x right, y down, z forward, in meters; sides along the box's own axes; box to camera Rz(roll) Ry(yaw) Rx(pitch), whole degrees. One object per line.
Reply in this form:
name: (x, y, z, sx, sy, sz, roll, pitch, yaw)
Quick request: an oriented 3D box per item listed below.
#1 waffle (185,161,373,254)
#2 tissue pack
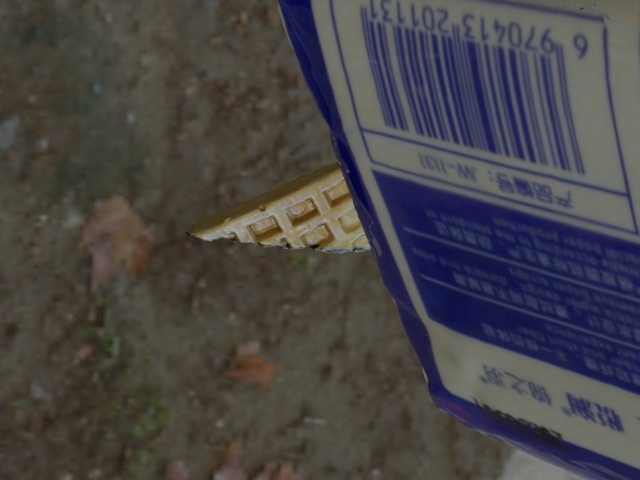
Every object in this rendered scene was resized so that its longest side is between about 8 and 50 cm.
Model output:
waffle: (0.000, 0.000, 1.122, 0.097, 0.152, 0.023, 62, 10, -20)
tissue pack: (0.139, -0.015, 0.458, 0.137, 0.269, 0.209, -44, 128, -27)
